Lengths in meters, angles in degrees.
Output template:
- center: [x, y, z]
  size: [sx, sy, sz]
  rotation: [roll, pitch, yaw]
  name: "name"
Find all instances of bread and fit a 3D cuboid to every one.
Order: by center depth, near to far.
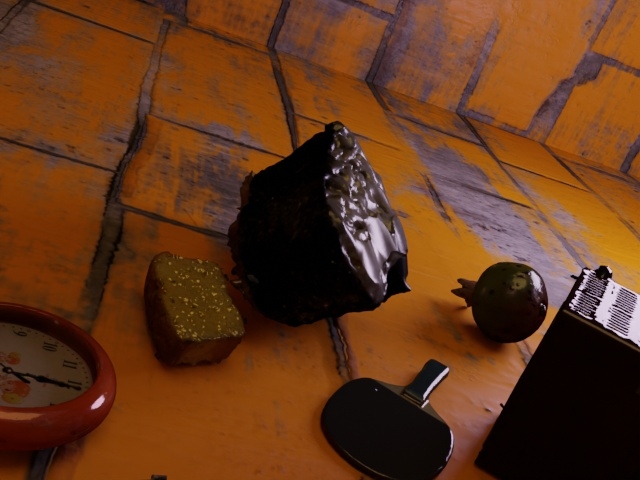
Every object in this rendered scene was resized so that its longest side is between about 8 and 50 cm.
- center: [-0.154, 0.085, 0.966]
  size: [0.103, 0.065, 0.187]
  rotation: [11, 24, -30]
  name: "bread"

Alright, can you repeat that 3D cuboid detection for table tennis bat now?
- center: [0.100, 0.207, 0.986]
  size: [0.154, 0.021, 0.274]
  rotation: [30, 26, 17]
  name: "table tennis bat"

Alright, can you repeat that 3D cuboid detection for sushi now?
- center: [0.000, 0.000, 1.117]
  size: [0.234, 0.207, 0.348]
  rotation: [58, 19, -19]
  name: "sushi"

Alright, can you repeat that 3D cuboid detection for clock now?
- center: [-0.294, 0.124, 0.762]
  size: [0.205, 0.051, 0.205]
  rotation: [19, 22, -8]
  name: "clock"

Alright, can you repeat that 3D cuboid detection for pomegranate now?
- center: [0.282, 0.103, 1.280]
  size: [0.129, 0.159, 0.129]
  rotation: [17, 61, -34]
  name: "pomegranate"

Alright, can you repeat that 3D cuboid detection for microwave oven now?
- center: [0.327, 0.187, 0.956]
  size: [0.188, 0.247, 0.178]
  rotation: [27, 26, 14]
  name: "microwave oven"

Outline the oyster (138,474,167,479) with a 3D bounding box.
- center: [-0.081, 0.256, 0.607]
  size: [0.271, 0.100, 0.275]
  rotation: [30, 11, 41]
  name: "oyster"
